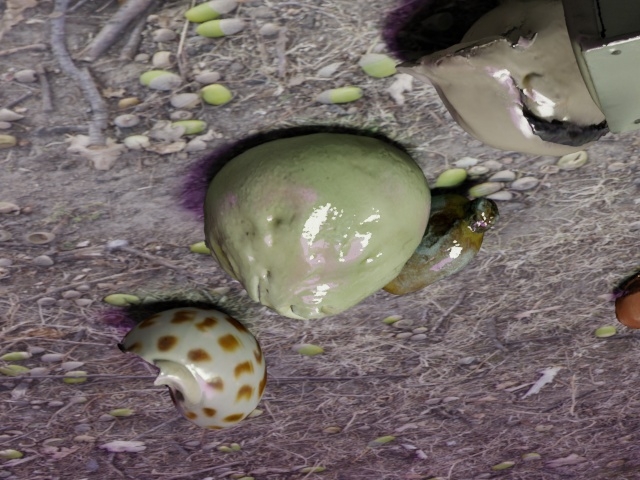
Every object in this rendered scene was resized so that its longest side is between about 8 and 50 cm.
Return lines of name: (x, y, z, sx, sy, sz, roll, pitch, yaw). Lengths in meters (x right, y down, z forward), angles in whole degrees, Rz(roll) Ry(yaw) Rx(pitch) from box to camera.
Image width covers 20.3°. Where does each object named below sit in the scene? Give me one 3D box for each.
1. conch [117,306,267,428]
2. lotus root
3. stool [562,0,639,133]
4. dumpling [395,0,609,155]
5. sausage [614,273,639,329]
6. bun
conch: (-0.156, 0.172, 2.475, 0.149, 0.183, 0.275, -40, 161, -3)
lotus root: (0.143, -0.001, 2.216, 0.192, 0.113, 0.088, -30, 128, 33)
stool: (0.338, -0.257, 1.526, 0.270, 0.243, 0.170, -13, 156, 14)
dumpling: (0.208, -0.150, 1.848, 0.204, 0.163, 0.293, -32, 158, 36)
sausage: (0.502, 0.043, 2.461, 0.087, 0.079, 0.326, -10, 160, -21)
bun: (0.000, 0.000, 2.094, 0.283, 0.179, 0.283, -7, 153, -3)
